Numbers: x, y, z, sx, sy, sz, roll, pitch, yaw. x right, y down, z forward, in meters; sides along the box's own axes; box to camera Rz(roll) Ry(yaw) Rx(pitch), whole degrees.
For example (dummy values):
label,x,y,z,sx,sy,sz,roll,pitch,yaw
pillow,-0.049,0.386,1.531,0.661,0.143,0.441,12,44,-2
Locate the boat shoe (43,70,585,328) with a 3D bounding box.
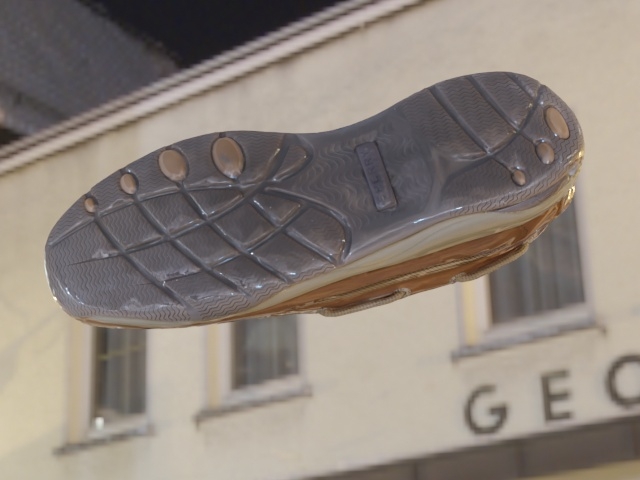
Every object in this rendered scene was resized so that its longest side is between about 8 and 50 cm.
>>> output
label,x,y,z,sx,sy,sz,roll,pitch,yaw
boat shoe,0.000,0.000,0.877,0.324,0.123,0.116,-12,-30,1
